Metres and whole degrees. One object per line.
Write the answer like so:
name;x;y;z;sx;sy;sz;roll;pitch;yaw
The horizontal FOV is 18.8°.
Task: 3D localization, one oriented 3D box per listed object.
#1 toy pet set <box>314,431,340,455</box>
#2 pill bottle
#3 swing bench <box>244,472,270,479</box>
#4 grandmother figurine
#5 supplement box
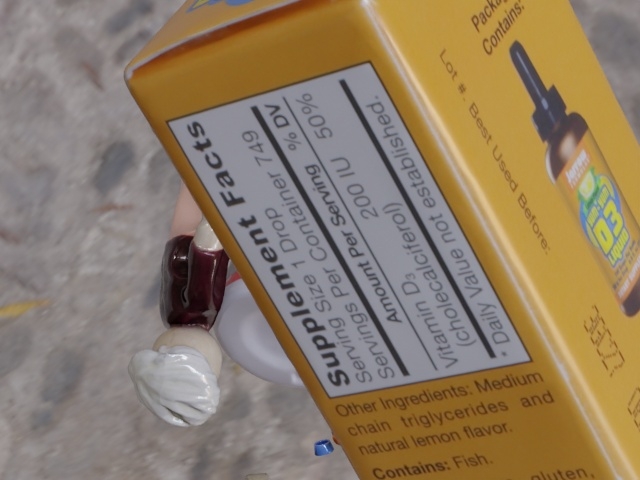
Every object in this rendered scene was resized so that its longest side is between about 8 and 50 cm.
toy pet set;0.065;0.106;1.433;0.122;0.114;0.065;-28;107;-46
pill bottle;0.000;0.000;2.014;0.161;0.161;0.283;31;47;-13
swing bench;-0.164;0.333;1.584;0.253;0.255;0.165;-3;44;-14
grandmother figurine;-0.113;0.010;1.860;0.104;0.208;0.342;9;73;-1
supplement box;0.049;0.026;0.483;0.233;0.080;0.078;62;38;-22
